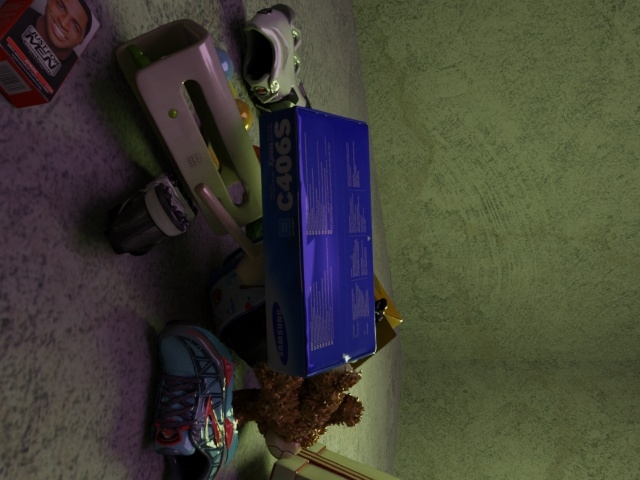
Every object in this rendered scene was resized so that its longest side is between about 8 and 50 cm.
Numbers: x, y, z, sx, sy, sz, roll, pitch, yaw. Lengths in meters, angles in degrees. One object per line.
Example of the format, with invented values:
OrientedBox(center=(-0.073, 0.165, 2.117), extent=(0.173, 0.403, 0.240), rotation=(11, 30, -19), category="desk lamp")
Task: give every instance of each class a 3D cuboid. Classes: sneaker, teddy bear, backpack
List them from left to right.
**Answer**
OrientedBox(center=(-0.224, -0.033, 0.668), extent=(0.078, 0.106, 0.234), rotation=(61, -3, -14), category="sneaker")
OrientedBox(center=(-0.180, 0.240, 0.716), extent=(0.125, 0.104, 0.262), rotation=(-50, 134, -66), category="sneaker")
OrientedBox(center=(-0.107, -0.329, 1.128), extent=(0.146, 0.122, 0.331), rotation=(-46, 134, -46), category="sneaker")
OrientedBox(center=(-0.063, 0.100, 0.904), extent=(0.213, 0.276, 0.263), rotation=(61, 12, 25), category="backpack")
OrientedBox(center=(-0.046, 0.294, 0.893), extent=(0.338, 0.245, 0.113), rotation=(-50, -140, 42), category="teddy bear")

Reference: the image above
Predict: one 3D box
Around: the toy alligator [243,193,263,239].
OrientedBox(center=(-0.127, -0.041, 1.065), extent=(0.056, 0.051, 0.190), rotation=(31, 57, -71), category="toy alligator")

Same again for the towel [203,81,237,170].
OrientedBox(center=(-0.188, -0.203, 0.945), extent=(0.102, 0.021, 0.237), rotation=(66, 24, -65), category="towel")

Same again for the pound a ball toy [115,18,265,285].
OrientedBox(center=(-0.134, -0.120, 0.720), extent=(0.208, 0.135, 0.319), rotation=(46, -18, 45), category="pound a ball toy")

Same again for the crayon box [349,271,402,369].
OrientedBox(center=(0.031, 0.136, 1.074), extent=(0.081, 0.202, 0.319), rotation=(27, 27, -46), category="crayon box")

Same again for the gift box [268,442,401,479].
OrientedBox(center=(-0.013, 0.567, 0.990), extent=(0.255, 0.258, 0.276), rotation=(47, 62, -70), category="gift box")

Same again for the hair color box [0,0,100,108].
OrientedBox(center=(-0.288, -0.210, 0.526), extent=(0.072, 0.043, 0.141), rotation=(66, 25, -50), category="hair color box")

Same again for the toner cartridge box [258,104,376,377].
OrientedBox(center=(0.000, 0.000, 0.730), extent=(0.165, 0.075, 0.348), rotation=(-2, 91, -49), category="toner cartridge box")
